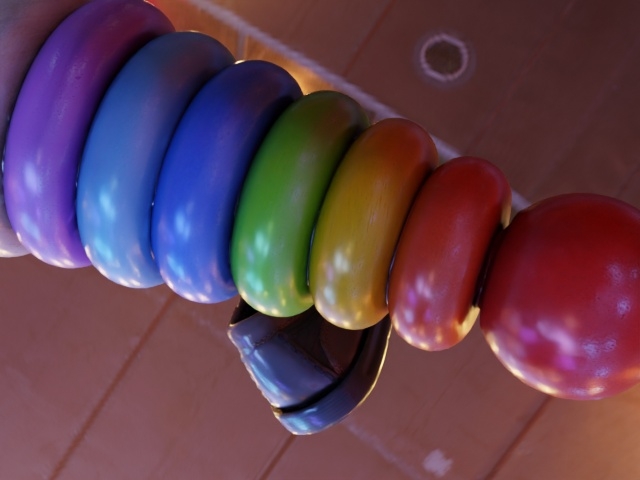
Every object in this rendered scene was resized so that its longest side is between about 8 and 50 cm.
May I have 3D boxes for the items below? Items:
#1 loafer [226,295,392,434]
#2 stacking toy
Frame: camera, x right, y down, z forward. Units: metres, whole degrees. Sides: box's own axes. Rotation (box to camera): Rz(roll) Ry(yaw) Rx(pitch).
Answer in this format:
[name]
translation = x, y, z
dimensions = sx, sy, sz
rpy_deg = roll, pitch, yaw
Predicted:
[loafer]
translation = 0.000, 0.000, 0.837
dimensions = 0.084, 0.096, 0.267
rpy_deg = 47, -153, -24
[stacking toy]
translation = -0.001, -0.014, 0.607
dimensions = 0.330, 0.141, 0.141
rpy_deg = 19, -109, 16
